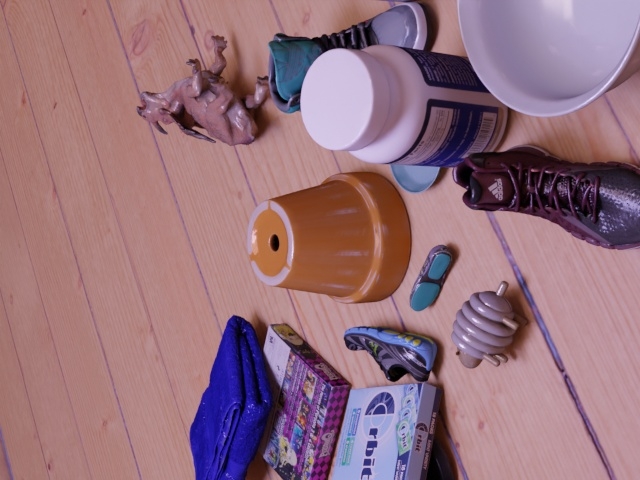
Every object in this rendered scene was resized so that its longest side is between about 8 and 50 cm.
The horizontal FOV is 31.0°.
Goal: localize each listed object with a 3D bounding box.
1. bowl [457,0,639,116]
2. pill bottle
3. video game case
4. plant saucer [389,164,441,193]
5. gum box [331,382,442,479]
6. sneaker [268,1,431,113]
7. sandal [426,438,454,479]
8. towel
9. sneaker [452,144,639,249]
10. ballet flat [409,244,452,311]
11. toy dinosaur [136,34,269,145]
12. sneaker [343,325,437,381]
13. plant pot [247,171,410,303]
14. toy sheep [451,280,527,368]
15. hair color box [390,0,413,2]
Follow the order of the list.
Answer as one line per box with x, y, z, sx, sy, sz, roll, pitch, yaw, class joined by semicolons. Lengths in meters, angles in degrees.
0.304;-0.293;1.335;0.298;0.134;0.297;13;106;55;bowl
0.110;-0.173;1.494;0.153;0.265;0.153;0;91;44;pill bottle
-0.045;0.291;1.965;0.210;0.042;0.232;39;124;48;video game case
0.143;-0.128;1.678;0.119;0.021;0.119;9;102;54;plant saucer
0.096;0.296;1.718;0.184;0.041;0.156;-15;57;54;gum box
0.015;-0.269;1.708;0.295;0.178;0.123;-32;68;51;sneaker
0.129;0.405;1.720;0.097;0.055;0.254;50;131;40;sandal
-0.172;0.312;2.063;0.227;0.076;0.308;-110;31;-44;towel
0.267;-0.050;1.388;0.281;0.163;0.106;20;109;53;sneaker
0.159;0.051;1.667;0.041;0.041;0.114;54;133;37;ballet flat
-0.186;-0.228;2.057;0.296;0.127;0.200;40;133;31;toy dinosaur
0.097;0.171;1.732;0.188;0.067;0.078;11;96;51;sneaker
0.000;0.000;1.748;0.205;0.188;0.205;8;100;54;plant pot
0.222;0.113;1.540;0.091;0.091;0.132;41;112;45;toy sheep
0.139;-0.367;1.599;0.167;0.093;0.053;6;98;54;hair color box
